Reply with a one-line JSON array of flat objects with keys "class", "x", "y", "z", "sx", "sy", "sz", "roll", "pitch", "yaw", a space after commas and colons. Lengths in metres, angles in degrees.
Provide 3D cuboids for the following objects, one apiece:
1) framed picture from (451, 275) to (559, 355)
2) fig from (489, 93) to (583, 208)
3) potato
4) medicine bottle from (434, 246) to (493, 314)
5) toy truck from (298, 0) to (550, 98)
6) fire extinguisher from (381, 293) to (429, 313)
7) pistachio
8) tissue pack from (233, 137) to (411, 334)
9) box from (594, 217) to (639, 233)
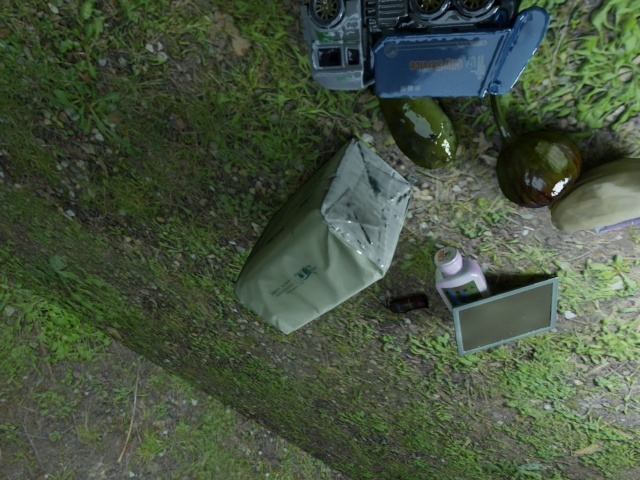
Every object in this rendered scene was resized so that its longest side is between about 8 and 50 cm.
[{"class": "framed picture", "x": 0.476, "y": 0.199, "z": 1.201, "sx": 0.275, "sy": 0.017, "sz": 0.217, "roll": -16, "pitch": 129, "yaw": 2}, {"class": "fig", "x": 0.371, "y": -0.177, "z": 0.857, "sx": 0.149, "sy": 0.149, "sz": 0.245, "roll": -29, "pitch": 108, "yaw": 40}, {"class": "potato", "x": 0.181, "y": -0.231, "z": 0.892, "sx": 0.117, "sy": 0.090, "sz": 0.225, "roll": -23, "pitch": 116, "yaw": 45}, {"class": "medicine bottle", "x": 0.358, "y": 0.110, "z": 1.184, "sx": 0.115, "sy": 0.078, "sz": 0.219, "roll": -18, "pitch": 125, "yaw": 27}, {"class": "toy truck", "x": 0.155, "y": -0.322, "z": 0.737, "sx": 0.368, "sy": 0.146, "sz": 0.175, "roll": 6, "pitch": 115, "yaw": 19}, {"class": "fire extinguisher", "x": 0.244, "y": 0.184, "z": 1.337, "sx": 0.132, "sy": 0.039, "sz": 0.056, "roll": -18, "pitch": 117, "yaw": 34}, {"class": "pistachio", "x": 0.535, "y": -0.090, "z": 0.879, "sx": 0.201, "sy": 0.117, "sz": 0.145, "roll": -16, "pitch": 142, "yaw": 40}, {"class": "tissue pack", "x": 0.000, "y": 0.000, "z": 1.050, "sx": 0.207, "sy": 0.297, "sz": 0.380, "roll": 37, "pitch": 137, "yaw": -14}, {"class": "box", "x": 0.612, "y": -0.056, "z": 0.936, "sx": 0.117, "sy": 0.050, "sz": 0.036, "roll": -19, "pitch": 117, "yaw": 37}]
